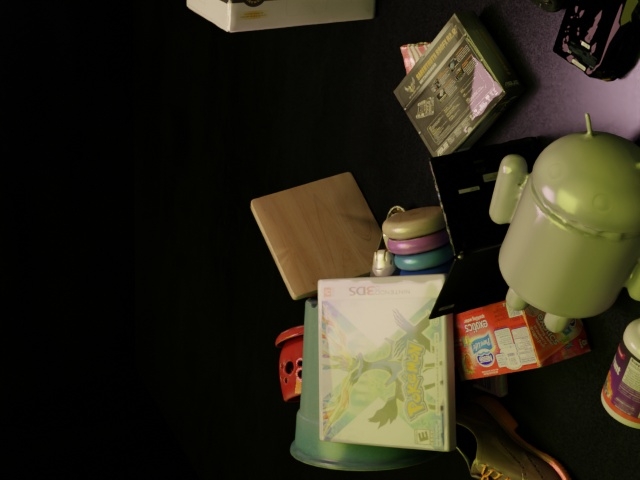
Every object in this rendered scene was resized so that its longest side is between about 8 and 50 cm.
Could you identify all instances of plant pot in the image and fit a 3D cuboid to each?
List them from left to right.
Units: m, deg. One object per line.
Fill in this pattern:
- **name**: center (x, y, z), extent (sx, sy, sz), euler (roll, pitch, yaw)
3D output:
- **plant pot**: center (-0.015, 0.306, 2.416), extent (0.191, 0.191, 0.174), euler (138, 124, -59)
- **plant pot**: center (0.100, 0.287, 2.071), extent (0.341, 0.341, 0.334), euler (5, 97, 61)

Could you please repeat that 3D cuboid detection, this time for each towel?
- **towel**: center (0.225, -0.314, 1.857), extent (0.197, 0.029, 0.144), euler (17, 117, 59)

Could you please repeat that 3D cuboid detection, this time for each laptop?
- **laptop**: center (0.283, -0.023, 1.655), extent (0.136, 0.234, 0.264), euler (-19, 86, 62)

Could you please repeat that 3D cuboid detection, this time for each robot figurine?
- **robot figurine**: center (0.400, -0.022, 1.472), extent (0.300, 0.200, 0.353), euler (28, 133, 16)

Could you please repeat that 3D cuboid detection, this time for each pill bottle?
- **pill bottle**: center (0.509, 0.186, 1.460), extent (0.108, 0.108, 0.193), euler (48, 140, 43)

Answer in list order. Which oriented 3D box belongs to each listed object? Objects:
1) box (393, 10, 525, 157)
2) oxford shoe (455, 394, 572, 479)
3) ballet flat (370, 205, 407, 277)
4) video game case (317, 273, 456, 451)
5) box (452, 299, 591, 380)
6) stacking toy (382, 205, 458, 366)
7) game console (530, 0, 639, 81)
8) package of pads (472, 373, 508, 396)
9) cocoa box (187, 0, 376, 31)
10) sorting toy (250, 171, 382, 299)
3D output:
- **box**: center (0.250, -0.276, 1.757), extent (0.183, 0.056, 0.231), euler (62, 142, 19)
- **oxford shoe**: center (0.362, 0.452, 1.821), extent (0.364, 0.132, 0.130), euler (45, 139, 45)
- **ballet flat**: center (0.141, 0.021, 2.002), extent (0.072, 0.213, 0.068), euler (2, 149, 31)
- **video game case**: center (0.123, 0.234, 1.851), extent (0.300, 0.036, 0.329), euler (-4, 84, 37)
- **box**: center (0.350, 0.170, 1.731), extent (0.257, 0.122, 0.128), euler (-30, 74, 62)
- **stacking toy**: center (0.227, 0.103, 1.947), extent (0.141, 0.141, 0.330), euler (9, 115, 61)
- **game console**: center (0.381, -0.422, 1.508), extent (0.361, 0.044, 0.213), euler (50, 141, 40)
- **package of pads**: center (0.339, 0.277, 1.899), extent (0.083, 0.032, 0.050), euler (14, 111, 60)
- **cocoa box**: center (-0.080, -0.581, 1.965), extent (0.231, 0.347, 0.228), euler (40, 135, 50)
- **sorting toy**: center (0.000, 0.000, 2.179), extent (0.089, 0.255, 0.257), euler (109, 139, -60)
